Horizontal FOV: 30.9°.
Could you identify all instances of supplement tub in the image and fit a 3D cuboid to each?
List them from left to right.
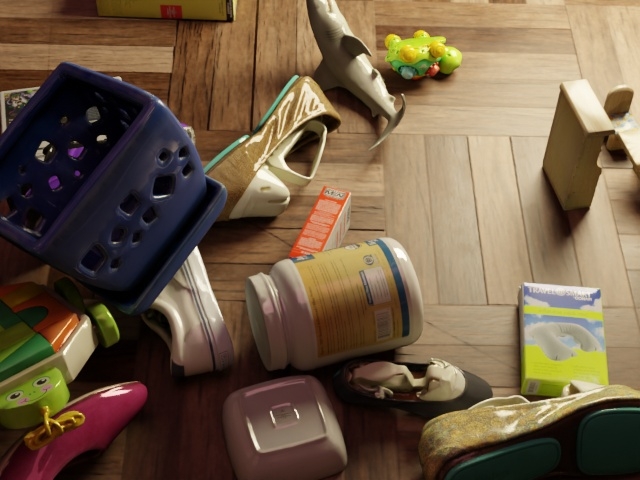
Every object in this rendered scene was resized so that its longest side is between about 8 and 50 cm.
[{"bbox_3d":[0.016,0.083,1.472,0.200,0.144,0.144,-13,50,-13],"label":"supplement tub"}]

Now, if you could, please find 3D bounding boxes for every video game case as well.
[{"bbox_3d":[-0.389,-0.176,1.766,0.190,0.022,0.173,-9,50,-9],"label":"video game case"}]

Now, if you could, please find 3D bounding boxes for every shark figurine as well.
[{"bbox_3d":[0.043,-0.246,1.816,0.116,0.166,0.278,-32,72,4],"label":"shark figurine"}]

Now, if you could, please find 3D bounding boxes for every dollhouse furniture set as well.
[{"bbox_3d":[0.465,-0.148,1.680,0.242,0.161,0.212,-9,50,-9],"label":"dollhouse furniture set"}]

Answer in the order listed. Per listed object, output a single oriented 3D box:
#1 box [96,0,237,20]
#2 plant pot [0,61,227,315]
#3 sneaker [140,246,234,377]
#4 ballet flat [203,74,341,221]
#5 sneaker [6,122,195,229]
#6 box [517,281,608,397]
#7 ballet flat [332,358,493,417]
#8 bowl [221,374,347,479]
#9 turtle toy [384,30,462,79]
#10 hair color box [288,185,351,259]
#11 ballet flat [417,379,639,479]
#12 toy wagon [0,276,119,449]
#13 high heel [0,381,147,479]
[{"bbox_3d":[-0.258,-0.421,1.961,0.232,0.058,0.087,2,49,-1],"label":"box"},{"bbox_3d":[-0.271,-0.055,1.453,0.236,0.212,0.236,26,75,44],"label":"plant pot"},{"bbox_3d":[-0.195,0.065,1.513,0.091,0.094,0.258,-14,51,-19],"label":"sneaker"},{"bbox_3d":[-0.075,-0.109,1.679,0.124,0.116,0.342,37,51,4],"label":"ballet flat"},{"bbox_3d":[-0.320,-0.108,1.655,0.293,0.102,0.146,-35,58,-28],"label":"sneaker"},{"bbox_3d":[0.316,0.123,1.517,0.109,0.042,0.178,5,50,2],"label":"box"},{"bbox_3d":[0.116,0.179,1.441,0.203,0.074,0.074,5,49,2],"label":"ballet flat"},{"bbox_3d":[-0.046,0.225,1.407,0.142,0.053,0.142,-12,50,-11],"label":"bowl"},{"bbox_3d":[0.165,-0.294,1.859,0.130,0.066,0.095,-9,26,-13],"label":"turtle toy"},{"bbox_3d":[0.000,0.000,1.593,0.043,0.072,0.141,16,49,13],"label":"hair color box"},{"bbox_3d":[0.282,0.225,1.387,0.349,0.123,0.123,-10,50,-11],"label":"ballet flat"},{"bbox_3d":[-0.375,0.145,1.371,0.267,0.068,0.344,-28,27,-24],"label":"toy wagon"},{"bbox_3d":[-0.315,0.313,1.310,0.377,0.127,0.181,-33,83,-30],"label":"high heel"}]
